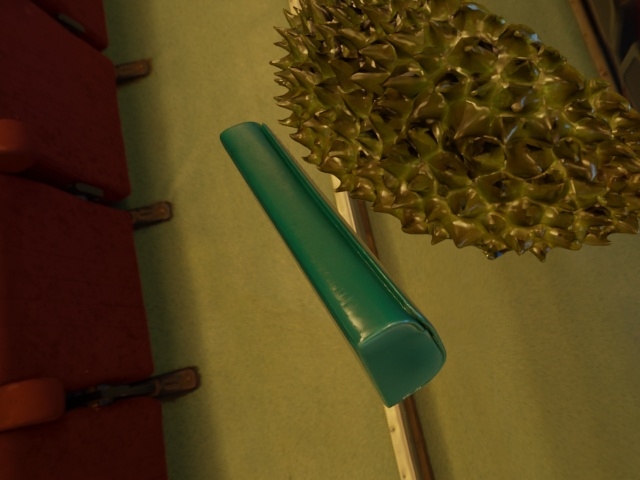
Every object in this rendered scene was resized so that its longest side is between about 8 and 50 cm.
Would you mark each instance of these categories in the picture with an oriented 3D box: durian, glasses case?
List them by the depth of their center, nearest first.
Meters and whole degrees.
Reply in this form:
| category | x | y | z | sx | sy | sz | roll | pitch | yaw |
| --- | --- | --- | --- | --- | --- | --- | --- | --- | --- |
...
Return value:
| category | x | y | z | sx | sy | sz | roll | pitch | yaw |
| --- | --- | --- | --- | --- | --- | --- | --- | --- | --- |
| durian | 0.085 | -0.110 | 0.402 | 0.355 | 0.169 | 0.158 | 45 | 129 | 29 |
| glasses case | 0.000 | -0.001 | 0.488 | 0.070 | 0.117 | 0.301 | -31 | 49 | -3 |
